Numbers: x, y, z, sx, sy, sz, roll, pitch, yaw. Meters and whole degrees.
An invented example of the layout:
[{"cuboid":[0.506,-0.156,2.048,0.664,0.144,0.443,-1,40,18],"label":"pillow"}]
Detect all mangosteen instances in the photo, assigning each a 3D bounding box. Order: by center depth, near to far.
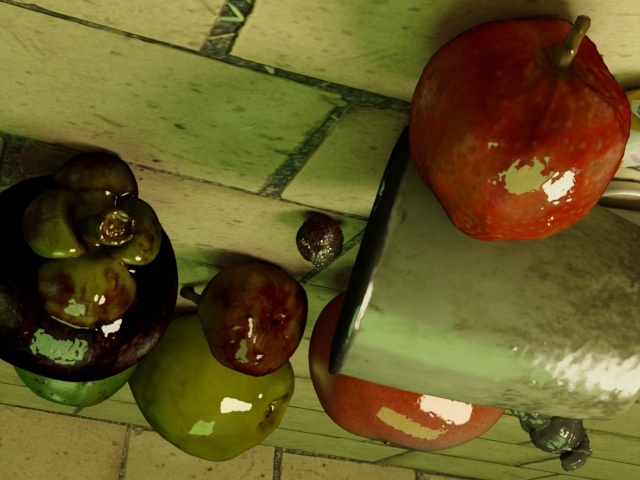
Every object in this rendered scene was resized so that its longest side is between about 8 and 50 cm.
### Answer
[{"cuboid":[-0.331,0.028,1.398,0.297,0.313,0.297,8,-159,-3],"label":"mangosteen"}]

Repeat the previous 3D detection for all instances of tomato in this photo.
[{"cuboid":[0.147,0.211,1.715,0.342,0.272,0.341,5,159,2],"label":"tomato"}]

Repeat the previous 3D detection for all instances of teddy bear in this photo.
[{"cuboid":[0.410,0.287,1.931,0.171,0.250,0.144,31,150,-21],"label":"teddy bear"}]

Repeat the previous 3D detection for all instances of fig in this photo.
[{"cuboid":[-0.132,0.097,1.738,0.191,0.190,0.290,18,-162,-28],"label":"fig"}]

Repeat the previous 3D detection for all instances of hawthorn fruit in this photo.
[{"cuboid":[0.186,-0.116,0.962,0.205,0.205,0.253,7,149,-2],"label":"hawthorn fruit"}]

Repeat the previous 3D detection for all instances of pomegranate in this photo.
[{"cuboid":[-0.466,0.176,1.916,0.302,0.235,0.236,19,174,45],"label":"pomegranate"}]

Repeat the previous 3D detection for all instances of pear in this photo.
[{"cuboid":[-0.230,0.268,2.003,0.375,0.287,0.287,14,163,22],"label":"pear"}]

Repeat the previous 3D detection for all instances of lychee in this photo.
[{"cuboid":[0.000,0.000,1.485,0.067,0.068,0.083,-28,162,25],"label":"lychee"}]

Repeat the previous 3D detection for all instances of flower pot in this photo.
[{"cuboid":[0.201,0.054,1.179,0.330,0.293,0.293,16,160,2],"label":"flower pot"}]

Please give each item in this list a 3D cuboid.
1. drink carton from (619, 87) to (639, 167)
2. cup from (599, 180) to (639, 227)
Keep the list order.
[{"cuboid":[0.314,-0.115,1.082,0.200,0.074,0.084,-9,157,32],"label":"drink carton"},{"cuboid":[0.353,0.013,1.332,0.142,0.134,0.173,9,161,-2],"label":"cup"}]
